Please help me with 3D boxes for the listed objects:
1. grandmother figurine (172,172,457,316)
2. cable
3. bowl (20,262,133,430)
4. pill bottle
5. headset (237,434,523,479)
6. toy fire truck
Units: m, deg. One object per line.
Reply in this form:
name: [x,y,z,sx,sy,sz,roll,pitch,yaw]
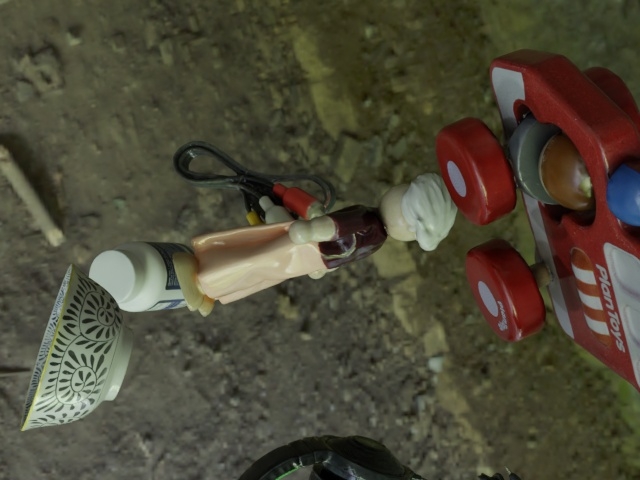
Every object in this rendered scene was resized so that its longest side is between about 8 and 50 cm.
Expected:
grandmother figurine: [0.000,0.000,1.130,0.208,0.343,0.104,35,37,-86]
cable: [-0.093,-0.078,1.300,0.139,0.287,0.072,-51,156,2]
bowl: [-0.235,0.114,0.934,0.080,0.170,0.170,17,58,-18]
pill bottle: [-0.234,0.048,1.260,0.169,0.094,0.094,4,79,-69]
headset: [0.070,0.371,1.211,0.185,0.394,0.243,-155,-124,-69]
toy fire truck: [0.237,-0.014,0.811,0.254,0.169,0.302,-135,-155,-67]
